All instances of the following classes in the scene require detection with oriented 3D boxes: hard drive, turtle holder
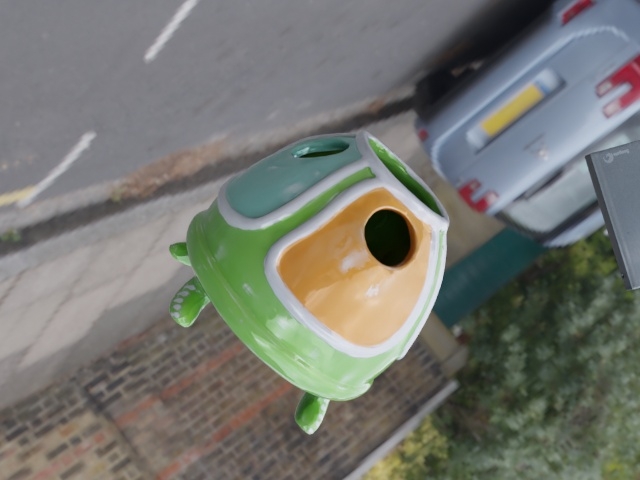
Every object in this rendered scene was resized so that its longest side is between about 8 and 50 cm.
[{"bbox_3d":[0.315,-0.030,1.028,0.094,0.135,0.022,-15,176,-14],"label":"hard drive"},{"bbox_3d":[0.012,0.014,1.066,0.227,0.243,0.320,-46,171,13],"label":"turtle holder"}]
